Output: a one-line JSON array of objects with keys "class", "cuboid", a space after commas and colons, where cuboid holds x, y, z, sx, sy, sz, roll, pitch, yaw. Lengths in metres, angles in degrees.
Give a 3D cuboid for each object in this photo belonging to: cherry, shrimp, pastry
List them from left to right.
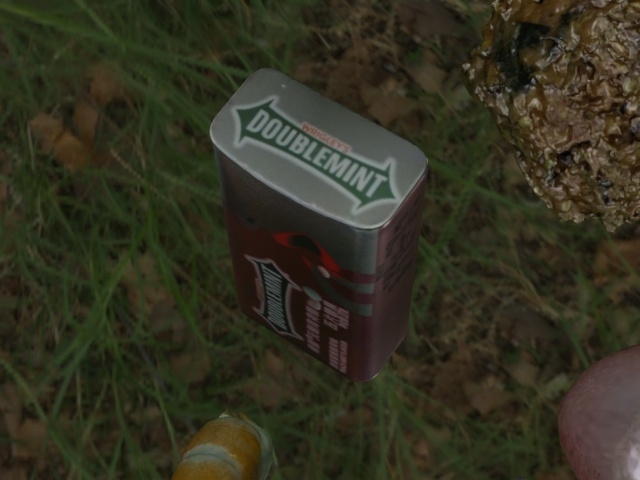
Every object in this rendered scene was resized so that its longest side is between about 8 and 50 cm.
[{"class": "shrimp", "cuboid": [-0.052, 0.200, 0.774, 0.049, 0.161, 0.166, -5, 124, 22]}, {"class": "pastry", "cuboid": [0.228, -0.137, 1.149, 0.192, 0.275, 0.275, -13, 113, 4]}, {"class": "cherry", "cuboid": [0.140, 0.080, 0.460, 0.126, 0.087, 0.106, -42, 73, 6]}]

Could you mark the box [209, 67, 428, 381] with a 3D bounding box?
[{"class": "box", "cuboid": [0.000, 0.000, 0.775, 0.120, 0.224, 0.069, 31, 67, 14]}]
